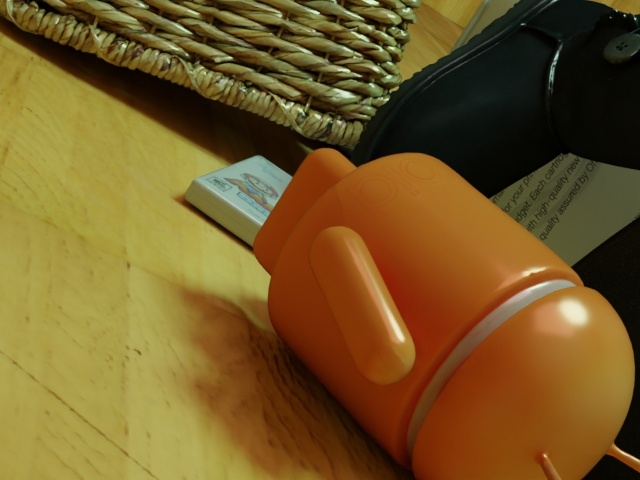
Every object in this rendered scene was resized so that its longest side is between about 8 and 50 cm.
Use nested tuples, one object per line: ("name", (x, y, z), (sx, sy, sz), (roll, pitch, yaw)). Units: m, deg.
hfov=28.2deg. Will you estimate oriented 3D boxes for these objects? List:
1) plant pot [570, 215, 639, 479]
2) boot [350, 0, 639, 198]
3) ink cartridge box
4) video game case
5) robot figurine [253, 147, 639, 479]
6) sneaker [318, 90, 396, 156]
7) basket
("plant pot", (0.244, 0.084, 0.781), (0.187, 0.167, 0.188), (22, 20, -33))
("boot", (0.157, -0.072, 0.803), (0.207, 0.246, 0.094), (20, -33, 52))
("ink cartridge box", (0.213, -0.037, 0.989), (0.289, 0.211, 0.121), (38, 15, 15))
("video game case", (0.000, 0.000, 0.826), (0.157, 0.019, 0.143), (34, 16, 6))
("robot figurine", (0.059, 0.044, 0.619), (0.219, 0.128, 0.158), (43, -21, 33))
("sneaker", (0.130, -0.107, 1.169), (0.330, 0.146, 0.122), (19, 22, -34))
("basket", (-0.084, -0.189, 0.997), (0.299, 0.223, 0.213), (18, -14, -10))
